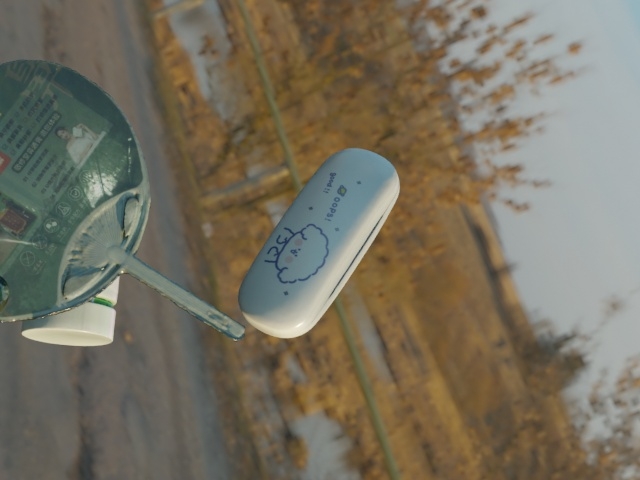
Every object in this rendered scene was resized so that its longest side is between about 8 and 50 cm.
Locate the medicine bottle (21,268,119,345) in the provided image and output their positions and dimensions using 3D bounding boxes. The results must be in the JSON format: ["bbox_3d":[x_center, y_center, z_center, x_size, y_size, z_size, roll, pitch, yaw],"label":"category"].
[{"bbox_3d":[-0.227,0.001,1.272,0.086,0.086,0.183,54,38,-73],"label":"medicine bottle"}]

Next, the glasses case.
[{"bbox_3d":[0.000,0.000,1.203,0.076,0.197,0.049,25,-24,23],"label":"glasses case"}]

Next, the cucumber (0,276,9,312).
[{"bbox_3d":[-0.232,0.040,0.866,0.048,0.048,0.105,66,18,-3],"label":"cucumber"}]

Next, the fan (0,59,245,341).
[{"bbox_3d":[-0.225,-0.001,1.092,0.294,0.223,0.012,60,-18,8],"label":"fan"}]
